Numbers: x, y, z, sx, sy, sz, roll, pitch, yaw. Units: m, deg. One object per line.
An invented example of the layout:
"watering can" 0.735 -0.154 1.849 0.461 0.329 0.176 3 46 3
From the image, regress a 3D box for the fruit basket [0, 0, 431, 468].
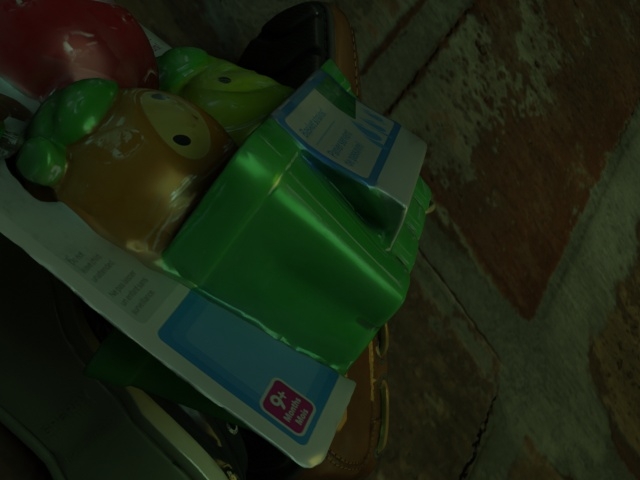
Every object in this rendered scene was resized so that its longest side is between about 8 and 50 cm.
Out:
"fruit basket" -0.101 -0.072 0.548 0.353 0.165 0.327 43 21 -5

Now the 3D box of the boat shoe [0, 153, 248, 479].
"boat shoe" -0.155 0.050 0.635 0.340 0.127 0.113 49 22 -3

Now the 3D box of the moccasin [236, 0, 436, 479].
"moccasin" 0.002 -0.001 0.779 0.147 0.139 0.380 10 69 -49
